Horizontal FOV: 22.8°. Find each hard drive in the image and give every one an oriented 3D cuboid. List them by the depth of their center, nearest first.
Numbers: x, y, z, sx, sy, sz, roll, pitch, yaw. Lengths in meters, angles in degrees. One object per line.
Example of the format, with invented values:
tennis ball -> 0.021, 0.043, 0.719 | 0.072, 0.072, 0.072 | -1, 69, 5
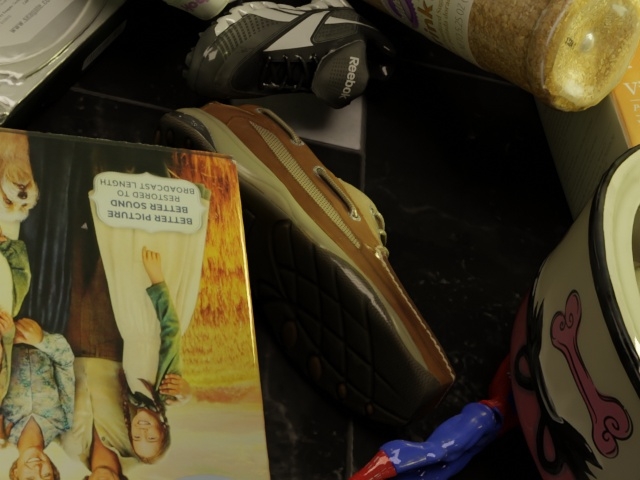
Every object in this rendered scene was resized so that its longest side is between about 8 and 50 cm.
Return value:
hard drive -> -0.347, -0.236, 1.352 | 0.339, 0.064, 0.237 | 34, 52, 6

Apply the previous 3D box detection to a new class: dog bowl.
dog bowl -> 0.317, 0.128, 1.216 | 0.408, 0.150, 0.408 | 25, 43, -26

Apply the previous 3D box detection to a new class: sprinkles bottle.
sprinkles bottle -> 0.114, -0.231, 1.384 | 0.121, 0.121, 0.355 | -22, 39, -31

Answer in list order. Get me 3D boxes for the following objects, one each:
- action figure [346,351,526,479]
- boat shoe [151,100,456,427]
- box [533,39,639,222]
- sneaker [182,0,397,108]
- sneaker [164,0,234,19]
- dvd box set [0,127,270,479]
action figure -> 0.138, 0.175, 1.221 | 0.139, 0.091, 0.280 | 41, 54, 19
boat shoe -> 0.000, 0.000, 1.276 | 0.120, 0.122, 0.324 | -26, 68, -39
box -> 0.317, -0.172, 1.455 | 0.215, 0.168, 0.345 | -6, 58, -10
sneaker -> -0.014, -0.156, 1.362 | 0.106, 0.078, 0.234 | 33, 31, 27
sneaker -> -0.131, -0.278, 1.408 | 0.152, 0.114, 0.305 | 42, 20, -21
dvd box set -> -0.183, 0.125, 1.082 | 0.307, 0.062, 0.420 | 6, 65, -28
